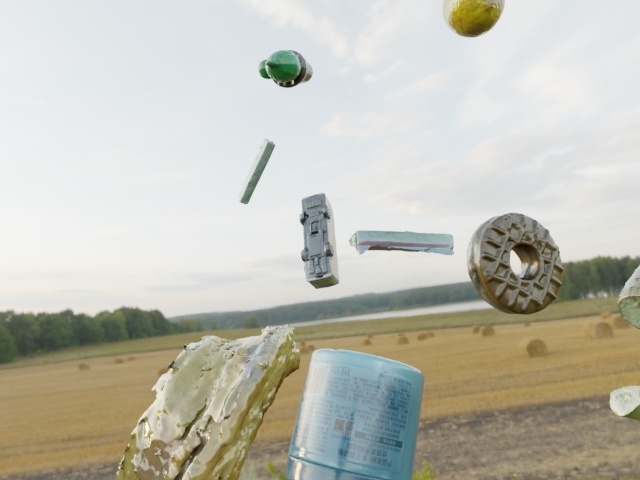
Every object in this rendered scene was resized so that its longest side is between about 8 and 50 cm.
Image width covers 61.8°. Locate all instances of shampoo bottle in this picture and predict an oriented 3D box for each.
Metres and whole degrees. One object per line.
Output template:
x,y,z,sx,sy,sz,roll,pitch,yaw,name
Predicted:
0.098,0.496,1.449,0.331,0.342,0.331,11,-19,4,shampoo bottle

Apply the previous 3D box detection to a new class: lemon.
0.429,-0.660,1.501,0.170,0.170,0.207,-7,10,-3,lemon

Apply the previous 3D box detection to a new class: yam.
0.531,0.014,0.784,0.372,0.083,0.083,-31,7,-34,yam

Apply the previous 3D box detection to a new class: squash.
0.687,0.341,1.032,0.250,0.083,0.083,21,-14,-9,squash

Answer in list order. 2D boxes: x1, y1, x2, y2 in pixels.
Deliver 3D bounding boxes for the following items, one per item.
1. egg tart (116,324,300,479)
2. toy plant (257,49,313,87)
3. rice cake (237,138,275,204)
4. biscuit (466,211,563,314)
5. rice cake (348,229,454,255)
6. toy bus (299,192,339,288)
-0.156,0.241,0.700,0.150,0.352,0.352,30,-9,2,egg tart
-0.107,-0.492,1.524,0.143,0.105,0.200,8,10,33,toy plant
-0.155,-0.166,1.290,0.029,0.170,0.033,17,19,-30,rice cake
0.602,0.071,1.652,0.332,0.332,0.103,-4,-11,-21,biscuit
0.221,0.013,1.422,0.290,0.081,0.051,1,-40,-13,rice cake
0.000,0.000,1.500,0.092,0.268,0.106,-14,-32,16,toy bus
